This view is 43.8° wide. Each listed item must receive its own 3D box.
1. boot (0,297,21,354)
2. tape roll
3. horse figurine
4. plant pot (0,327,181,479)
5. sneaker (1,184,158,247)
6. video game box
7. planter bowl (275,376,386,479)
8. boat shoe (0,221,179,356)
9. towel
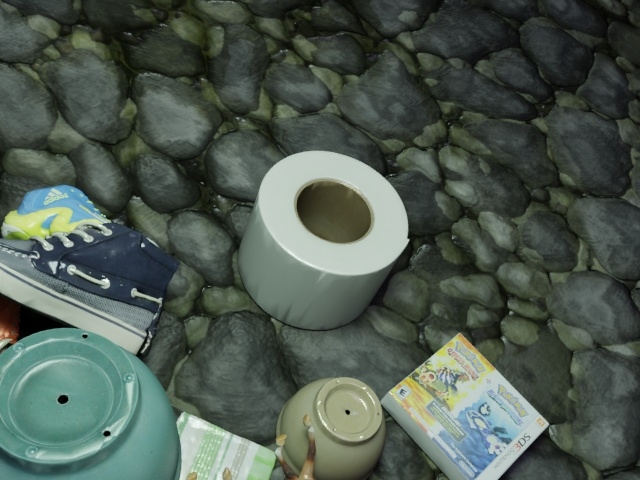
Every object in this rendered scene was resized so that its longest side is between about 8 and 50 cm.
[{"bbox_3d":[-0.443,0.109,1.125,0.084,0.059,0.158,39,58,5],"label":"boot"},{"bbox_3d":[0.000,0.000,1.288,0.246,0.169,0.246,10,52,-13],"label":"tape roll"},{"bbox_3d":[-0.066,0.350,1.035,0.263,0.066,0.174,-23,102,-23],"label":"horse figurine"},{"bbox_3d":[-0.312,0.229,0.969,0.293,0.196,0.293,7,49,-8],"label":"plant pot"},{"bbox_3d":[-0.360,-0.029,1.233,0.240,0.091,0.126,12,51,-10],"label":"sneaker"},{"bbox_3d":[0.228,0.271,1.246,0.187,0.048,0.205,-31,70,-38],"label":"video game box"},{"bbox_3d":[0.026,0.261,1.140,0.162,0.109,0.162,10,51,-13],"label":"planter bowl"},{"bbox_3d":[-0.357,0.024,1.091,0.340,0.127,0.158,33,72,-32],"label":"boat shoe"},{"bbox_3d":[-0.145,0.316,1.098,0.152,0.023,0.113,25,52,-3],"label":"towel"}]
